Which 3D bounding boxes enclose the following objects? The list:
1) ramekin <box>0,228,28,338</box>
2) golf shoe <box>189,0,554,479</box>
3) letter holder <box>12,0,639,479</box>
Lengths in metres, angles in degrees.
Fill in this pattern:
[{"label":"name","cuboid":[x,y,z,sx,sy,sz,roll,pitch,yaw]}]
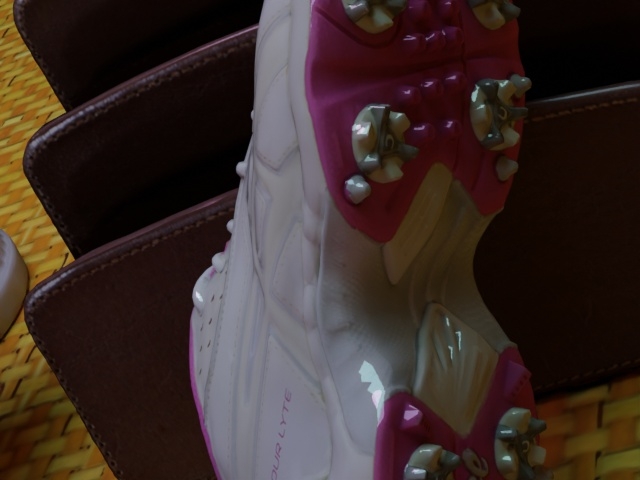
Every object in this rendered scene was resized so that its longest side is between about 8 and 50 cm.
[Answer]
[{"label":"ramekin","cuboid":[-0.285,0.025,1.030,0.207,0.109,0.207,-22,28,12]},{"label":"golf shoe","cuboid":[0.000,0.000,0.644,0.140,0.306,0.115,-5,-5,44]},{"label":"letter holder","cuboid":[0.018,-0.046,0.765,0.301,0.214,0.152,-17,29,18]}]
